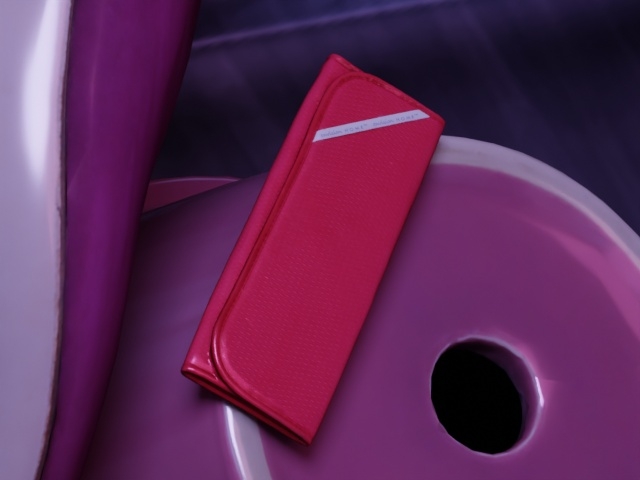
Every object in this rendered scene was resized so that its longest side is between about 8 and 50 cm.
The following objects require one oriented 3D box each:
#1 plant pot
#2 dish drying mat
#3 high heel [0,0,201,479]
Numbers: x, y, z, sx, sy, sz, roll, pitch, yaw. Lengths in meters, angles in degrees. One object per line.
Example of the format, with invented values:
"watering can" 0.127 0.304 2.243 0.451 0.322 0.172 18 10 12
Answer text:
"plant pot" -0.003 0.063 0.508 0.201 0.180 0.201 9 68 -24
"dish drying mat" 0.000 0.000 0.420 0.032 0.008 0.083 32 60 -14
"high heel" -0.064 -0.050 0.458 0.127 0.377 0.181 19 15 16
